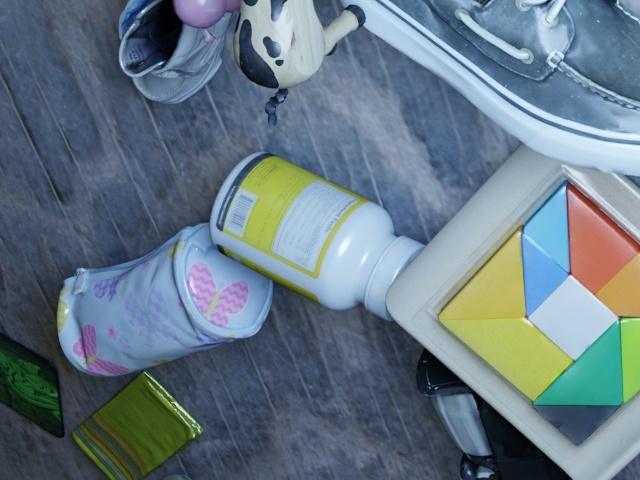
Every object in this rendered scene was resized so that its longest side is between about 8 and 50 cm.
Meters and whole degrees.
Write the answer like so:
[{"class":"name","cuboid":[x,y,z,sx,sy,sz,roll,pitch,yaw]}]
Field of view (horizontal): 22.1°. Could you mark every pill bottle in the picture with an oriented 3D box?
[{"class":"pill bottle","cuboid":[0.000,0.000,1.458,0.184,0.103,0.103,27,140,22]}]

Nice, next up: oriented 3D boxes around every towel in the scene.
[{"class":"towel","cuboid":[-0.225,0.233,1.968,0.102,0.021,0.237,45,143,-3]}]

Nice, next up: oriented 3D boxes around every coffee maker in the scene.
[{"class":"coffee maker","cuboid":[0.185,0.168,1.434,0.171,0.120,0.178,6,130,39]}]

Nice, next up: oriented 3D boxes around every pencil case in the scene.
[{"class":"pencil case","cuboid":[-0.163,0.062,1.667,0.273,0.113,0.124,-18,92,51]}]

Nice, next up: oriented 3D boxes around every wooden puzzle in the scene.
[{"class":"wooden puzzle","cuboid":[0.198,0.056,1.297,0.239,0.044,0.221,43,114,4]}]

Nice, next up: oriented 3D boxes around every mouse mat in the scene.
[{"class":"mouse mat","cuboid":[-0.403,0.165,2.083,0.190,0.007,0.152,26,140,21]}]

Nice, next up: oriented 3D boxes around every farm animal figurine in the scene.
[{"class":"farm animal figurine","cuboid":[-0.089,-0.284,1.124,0.330,0.172,0.326,42,126,13]}]

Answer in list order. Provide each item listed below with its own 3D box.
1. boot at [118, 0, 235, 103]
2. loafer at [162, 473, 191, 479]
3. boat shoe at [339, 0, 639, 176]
[{"class":"boot","cuboid":[-0.136,-0.177,1.395,0.095,0.123,0.258,41,144,4]},{"class":"loafer","cuboid":[-0.164,0.345,1.999,0.056,0.050,0.148,11,117,32]},{"class":"boat shoe","cuboid":[0.144,-0.157,1.151,0.335,0.121,0.119,29,146,22]}]
